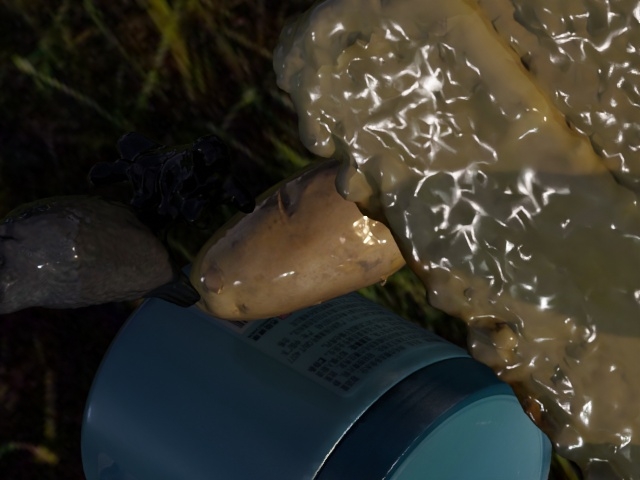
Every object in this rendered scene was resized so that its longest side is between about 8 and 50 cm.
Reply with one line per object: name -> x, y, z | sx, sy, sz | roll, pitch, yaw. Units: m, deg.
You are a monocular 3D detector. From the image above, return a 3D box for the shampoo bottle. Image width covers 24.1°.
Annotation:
shampoo bottle -> -0.008, 0.210, 1.459 | 0.342, 0.331, 0.331 | 29, 74, 35

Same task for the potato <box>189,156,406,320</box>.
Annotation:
potato -> 0.000, -0.001, 1.323 | 0.234, 0.161, 0.128 | -25, 81, -18

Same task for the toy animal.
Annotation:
toy animal -> -0.150, 0.014, 0.962 | 0.210, 0.117, 0.121 | -33, 31, -34

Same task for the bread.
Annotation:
bread -> 0.236, -0.083, 0.818 | 0.371, 0.279, 0.390 | 50, 46, 2
